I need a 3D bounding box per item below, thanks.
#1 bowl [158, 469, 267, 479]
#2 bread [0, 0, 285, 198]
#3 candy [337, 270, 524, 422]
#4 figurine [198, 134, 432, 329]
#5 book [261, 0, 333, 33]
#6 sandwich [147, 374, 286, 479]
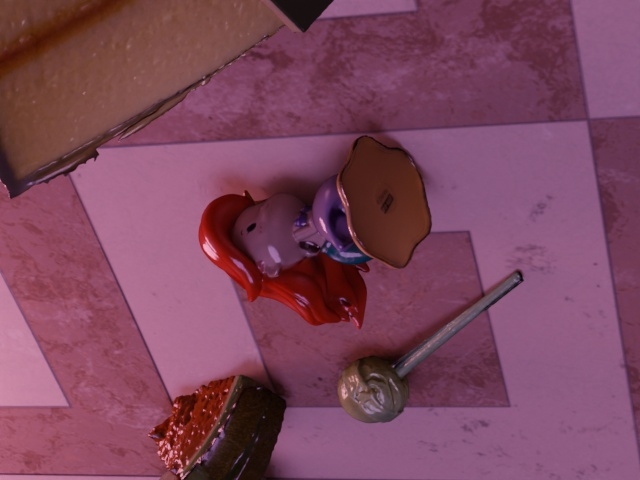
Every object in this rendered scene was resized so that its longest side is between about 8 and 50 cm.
[{"bbox_3d":[-0.157,0.391,2.288,0.211,0.211,0.112,9,122,7],"label":"bowl"},{"bbox_3d":[-0.194,-0.259,1.633,0.405,0.242,0.346,-4,135,24],"label":"bread"},{"bbox_3d":[0.147,0.135,2.040,0.092,0.093,0.335,-2,147,-50],"label":"candy"},{"bbox_3d":[-0.005,0.004,1.873,0.208,0.181,0.257,15,153,-43],"label":"figurine"},{"bbox_3d":[0.014,-0.361,1.478,0.289,0.026,0.201,-47,120,3],"label":"book"},{"bbox_3d":[-0.141,0.265,2.217,0.109,0.160,0.185,27,96,-40],"label":"sandwich"}]
